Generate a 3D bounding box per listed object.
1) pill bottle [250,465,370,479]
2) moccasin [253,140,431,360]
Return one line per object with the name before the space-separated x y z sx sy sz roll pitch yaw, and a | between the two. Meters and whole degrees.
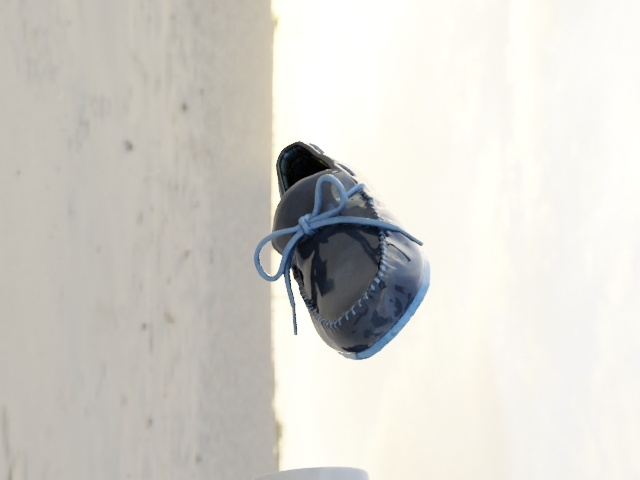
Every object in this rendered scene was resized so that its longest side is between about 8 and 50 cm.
pill bottle | -0.001 0.364 1.103 0.153 0.153 0.265 111 -25 -68
moccasin | 0.000 0.000 1.015 0.138 0.117 0.342 -45 -161 4
